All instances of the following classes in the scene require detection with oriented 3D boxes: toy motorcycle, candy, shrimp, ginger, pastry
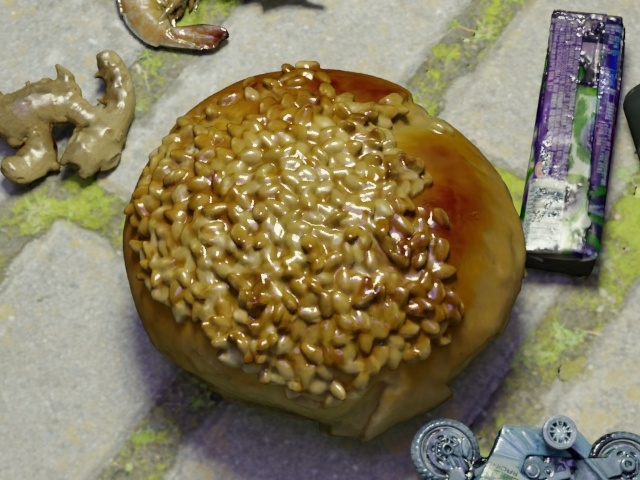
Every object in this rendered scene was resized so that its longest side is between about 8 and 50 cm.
[{"bbox_3d":[0.213,0.243,1.611,0.254,0.092,0.136,4,71,-4],"label":"toy motorcycle"},{"bbox_3d":[0.273,-0.107,1.806,0.088,0.061,0.312,8,64,9],"label":"candy"},{"bbox_3d":[-0.120,-0.283,1.946,0.251,0.052,0.144,6,73,17],"label":"shrimp"},{"bbox_3d":[-0.331,-0.123,1.869,0.258,0.065,0.149,-13,64,-4],"label":"ginger"},{"bbox_3d":[0.000,0.000,1.669,0.409,0.245,0.410,-2,64,4],"label":"pastry"}]

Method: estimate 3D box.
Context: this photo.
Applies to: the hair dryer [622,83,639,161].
[{"bbox_3d":[0.357,-0.139,1.726,0.071,0.219,0.124,-16,64,6],"label":"hair dryer"}]
